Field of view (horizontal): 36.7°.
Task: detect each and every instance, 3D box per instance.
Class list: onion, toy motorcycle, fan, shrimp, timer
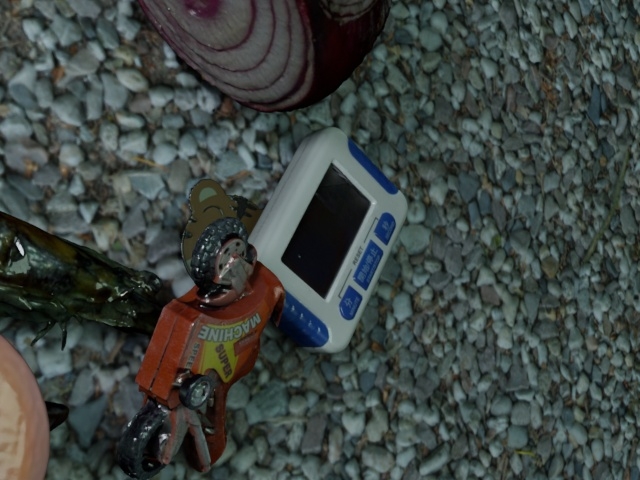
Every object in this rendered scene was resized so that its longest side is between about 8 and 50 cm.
[{"bbox_3d":[-0.047,-0.333,1.084,0.260,0.282,0.337,-48,114,-28],"label":"onion"},{"bbox_3d":[-0.121,0.120,1.036,0.171,0.089,0.298,8,104,-66],"label":"toy motorcycle"},{"bbox_3d":[-0.115,0.047,1.163,0.152,0.008,0.227,25,69,-36],"label":"fan"},{"bbox_3d":[-0.306,0.089,0.932,0.445,0.085,0.272,12,63,-43],"label":"shrimp"},{"bbox_3d":[0.000,0.000,1.212,0.178,0.078,0.253,44,58,-27],"label":"timer"}]

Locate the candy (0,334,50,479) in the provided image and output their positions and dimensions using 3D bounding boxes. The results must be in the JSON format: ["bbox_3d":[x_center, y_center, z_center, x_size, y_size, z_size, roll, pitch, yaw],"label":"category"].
[{"bbox_3d":[-0.348,0.175,0.774,0.255,0.094,0.255,2,87,-34],"label":"candy"}]
